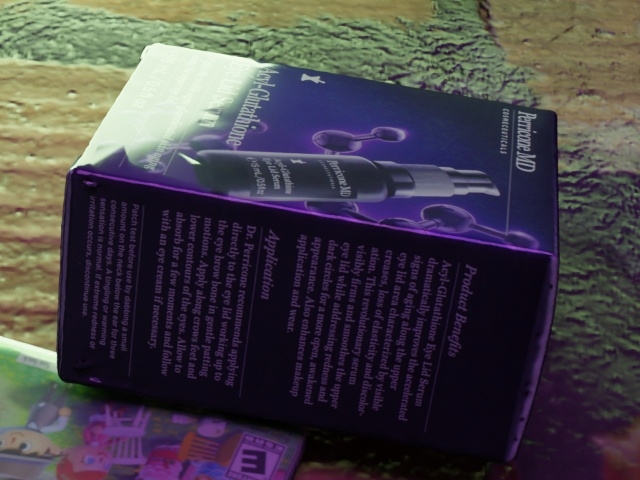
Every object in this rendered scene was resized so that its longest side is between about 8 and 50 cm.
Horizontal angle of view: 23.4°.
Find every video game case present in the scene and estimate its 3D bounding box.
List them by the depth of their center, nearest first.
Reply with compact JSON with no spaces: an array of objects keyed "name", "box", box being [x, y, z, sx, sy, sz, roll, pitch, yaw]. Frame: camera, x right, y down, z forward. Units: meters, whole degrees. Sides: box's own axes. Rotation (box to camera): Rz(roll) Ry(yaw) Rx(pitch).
[{"name":"video game case","box":[-0.133,0.116,0.627,0.212,0.023,0.193,15,40,10]}]

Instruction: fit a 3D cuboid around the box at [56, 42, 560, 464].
[{"name":"box","box":[0.000,0.000,0.701,0.207,0.108,0.153,9,29,2]}]
